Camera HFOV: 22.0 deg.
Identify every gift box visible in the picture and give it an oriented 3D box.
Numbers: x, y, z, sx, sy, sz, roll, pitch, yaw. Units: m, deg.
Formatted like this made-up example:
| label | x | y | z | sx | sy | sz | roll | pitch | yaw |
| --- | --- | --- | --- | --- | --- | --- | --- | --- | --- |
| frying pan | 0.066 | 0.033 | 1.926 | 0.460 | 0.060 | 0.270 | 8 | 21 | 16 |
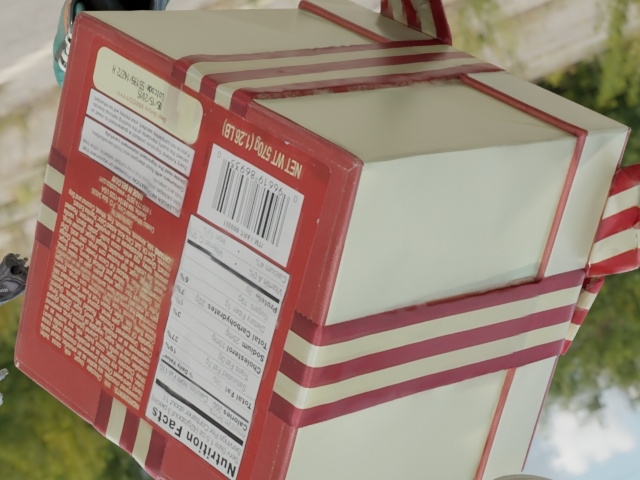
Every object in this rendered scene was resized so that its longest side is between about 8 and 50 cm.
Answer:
| label | x | y | z | sx | sy | sz | roll | pitch | yaw |
| --- | --- | --- | --- | --- | --- | --- | --- | --- | --- |
| gift box | 0.018 | -0.009 | 0.918 | 0.258 | 0.255 | 0.276 | -8 | 125 | -47 |

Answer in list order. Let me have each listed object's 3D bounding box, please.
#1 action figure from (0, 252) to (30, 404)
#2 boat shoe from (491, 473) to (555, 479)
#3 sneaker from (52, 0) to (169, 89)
| label | x | y | z | sx | sy | sz | roll | pitch | yaw |
| --- | --- | --- | --- | --- | --- | --- | --- | --- | --- |
| action figure | -0.370 | 0.106 | 1.545 | 0.275 | 0.164 | 0.141 | -51 | 172 | 15 |
| boat shoe | 0.136 | 0.151 | 0.847 | 0.125 | 0.038 | 0.046 | 14 | -158 | -27 |
| sneaker | -0.231 | -0.226 | 1.741 | 0.302 | 0.108 | 0.121 | -51 | -170 | 51 |
